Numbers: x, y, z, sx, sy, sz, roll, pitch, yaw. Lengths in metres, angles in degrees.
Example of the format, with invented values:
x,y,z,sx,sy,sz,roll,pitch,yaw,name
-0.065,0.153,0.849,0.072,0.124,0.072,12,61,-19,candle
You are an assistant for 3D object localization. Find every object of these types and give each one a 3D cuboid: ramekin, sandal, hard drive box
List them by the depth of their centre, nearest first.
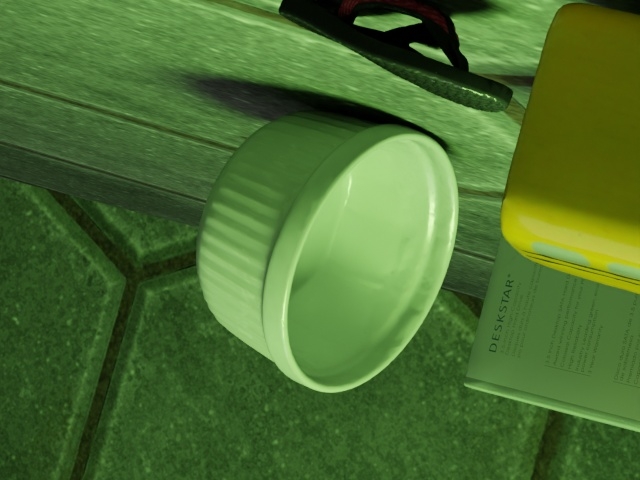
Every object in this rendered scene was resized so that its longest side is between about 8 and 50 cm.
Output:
x,y,z,sx,sy,sz,roll,pitch,yaw,name
0.037,-0.108,0.962,0.067,0.040,0.179,26,-175,-37,sandal
0.195,0.015,0.977,0.089,0.181,0.232,17,177,-33,hard drive box
0.000,0.000,1.409,0.109,0.207,0.207,23,-179,33,ramekin

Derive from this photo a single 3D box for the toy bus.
x,y,z,sx,sy,sz,roll,pitch,yaw,name
0.252,-0.005,0.775,0.332,0.108,0.130,15,175,15,toy bus
